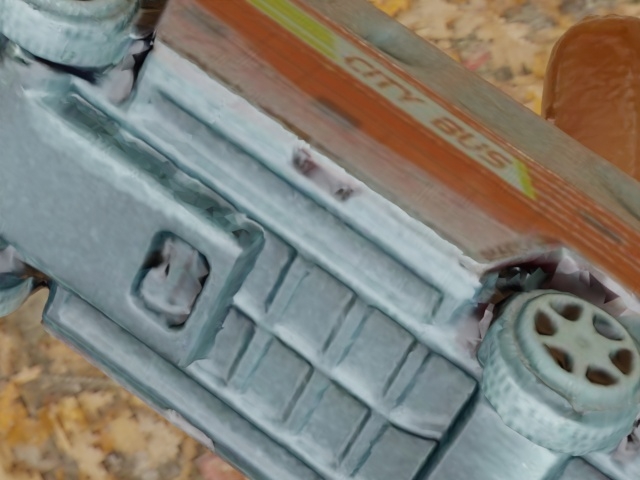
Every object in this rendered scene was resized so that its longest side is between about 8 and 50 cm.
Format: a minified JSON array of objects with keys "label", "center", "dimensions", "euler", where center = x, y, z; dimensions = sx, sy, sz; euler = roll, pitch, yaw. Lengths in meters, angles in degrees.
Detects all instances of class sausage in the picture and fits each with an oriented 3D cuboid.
[{"label":"sausage","center":[0.169,0.020,0.884],"dimensions":[0.094,0.097,0.348],"euler":[-15,58,35]}]

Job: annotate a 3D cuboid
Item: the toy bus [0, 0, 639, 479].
[{"label":"toy bus","center":[0.000,0.000,0.431],"dimensions":[0.265,0.120,0.121],"euler":[35,128,9]}]
